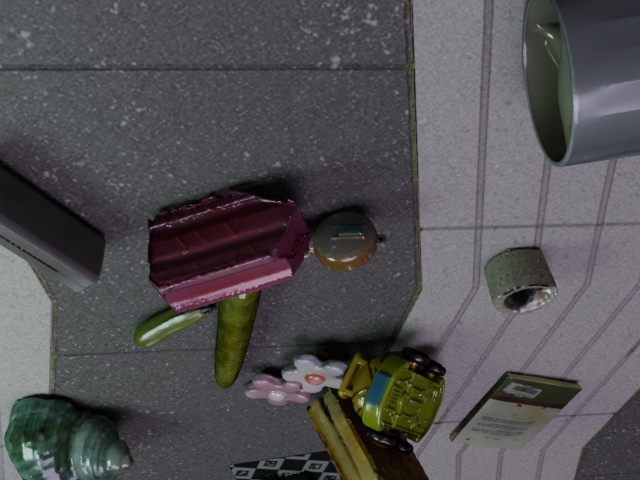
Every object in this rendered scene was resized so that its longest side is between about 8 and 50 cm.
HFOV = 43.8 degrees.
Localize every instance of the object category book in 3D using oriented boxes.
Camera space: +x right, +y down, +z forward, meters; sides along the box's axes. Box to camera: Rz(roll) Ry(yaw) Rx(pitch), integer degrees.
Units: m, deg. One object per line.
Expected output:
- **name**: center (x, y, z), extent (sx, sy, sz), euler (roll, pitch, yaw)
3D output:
- **book**: center (0.452, 0.406, 1.860), extent (0.201, 0.026, 0.289), euler (11, 134, -19)

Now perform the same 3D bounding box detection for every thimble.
- **thimble**: center (0.363, 0.077, 1.447), extent (0.115, 0.090, 0.102), euler (-26, 134, 20)

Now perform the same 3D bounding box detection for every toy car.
- **toy car**: center (0.141, 0.309, 1.604), extent (0.142, 0.200, 0.248), euler (20, 168, 36)

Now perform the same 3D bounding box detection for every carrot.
- **carrot**: center (-0.167, 0.184, 1.501), extent (0.074, 0.074, 0.358), euler (3, 138, -12)

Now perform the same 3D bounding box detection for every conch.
- **conch**: center (-0.517, 0.435, 1.661), extent (0.277, 0.195, 0.220), euler (14, 108, 12)

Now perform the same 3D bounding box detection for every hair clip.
- **hair clip**: center (-0.046, 0.282, 1.629), extent (0.257, 0.075, 0.146), euler (-33, 136, 31)

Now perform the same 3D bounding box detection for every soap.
- **soap**: center (-0.140, 0.007, 1.244), extent (0.250, 0.162, 0.099), euler (-16, 137, 10)

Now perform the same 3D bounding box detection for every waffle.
- **waffle**: center (0.110, 0.448, 1.644), extent (0.213, 0.308, 0.091), euler (31, 104, -35)

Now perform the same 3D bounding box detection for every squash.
- **squash**: center (-0.271, 0.149, 1.462), extent (0.183, 0.052, 0.052), euler (-25, 135, 20)

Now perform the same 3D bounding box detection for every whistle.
- **whistle**: center (0.000, 0.000, 1.313), extent (0.220, 0.107, 0.057), euler (-2, 143, 16)

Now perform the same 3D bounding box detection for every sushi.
- **sushi**: center (-0.054, 0.634, 2.011), extent (0.294, 0.059, 0.292), euler (-10, 137, 4)

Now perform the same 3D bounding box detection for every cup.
- **cup**: center (0.441, -0.272, 1.008), extent (0.327, 0.237, 0.322), euler (-9, 107, 3)

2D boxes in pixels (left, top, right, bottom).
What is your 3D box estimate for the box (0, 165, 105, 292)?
- **box**: center (-0.437, -0.020, 1.215), extent (0.055, 0.103, 0.244), euler (-26, 134, 25)
